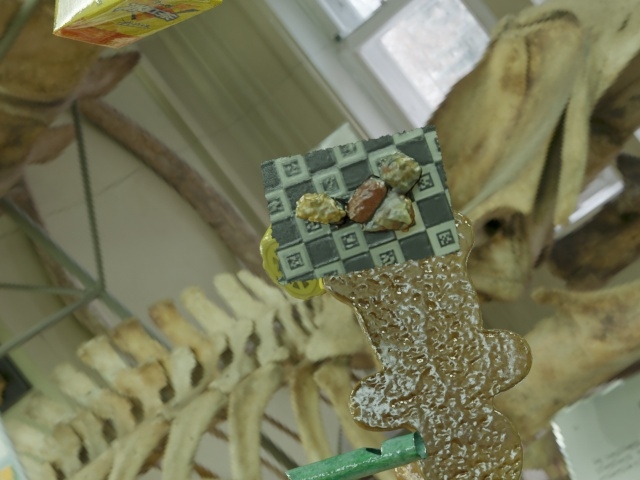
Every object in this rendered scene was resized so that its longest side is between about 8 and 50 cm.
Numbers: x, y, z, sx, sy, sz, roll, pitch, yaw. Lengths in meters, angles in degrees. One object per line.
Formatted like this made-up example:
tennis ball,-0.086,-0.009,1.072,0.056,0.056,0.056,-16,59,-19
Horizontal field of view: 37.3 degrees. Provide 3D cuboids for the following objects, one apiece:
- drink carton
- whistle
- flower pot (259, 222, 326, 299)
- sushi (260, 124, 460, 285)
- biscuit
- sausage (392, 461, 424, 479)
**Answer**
drink carton,-0.341,-0.452,1.732,0.155,0.111,0.351,5,-7,-42
whistle,0.042,0.281,1.188,0.186,0.039,0.039,-22,6,21
flower pot,0.000,0.000,1.602,0.179,0.195,0.195,-44,4,-40
sushi,0.034,-0.034,0.988,0.201,0.139,0.031,-12,1,10
biscuit,0.165,0.184,1.394,0.283,0.432,0.064,-20,-14,-7
sausage,0.244,0.429,1.603,0.109,0.271,0.109,-53,-24,-36
